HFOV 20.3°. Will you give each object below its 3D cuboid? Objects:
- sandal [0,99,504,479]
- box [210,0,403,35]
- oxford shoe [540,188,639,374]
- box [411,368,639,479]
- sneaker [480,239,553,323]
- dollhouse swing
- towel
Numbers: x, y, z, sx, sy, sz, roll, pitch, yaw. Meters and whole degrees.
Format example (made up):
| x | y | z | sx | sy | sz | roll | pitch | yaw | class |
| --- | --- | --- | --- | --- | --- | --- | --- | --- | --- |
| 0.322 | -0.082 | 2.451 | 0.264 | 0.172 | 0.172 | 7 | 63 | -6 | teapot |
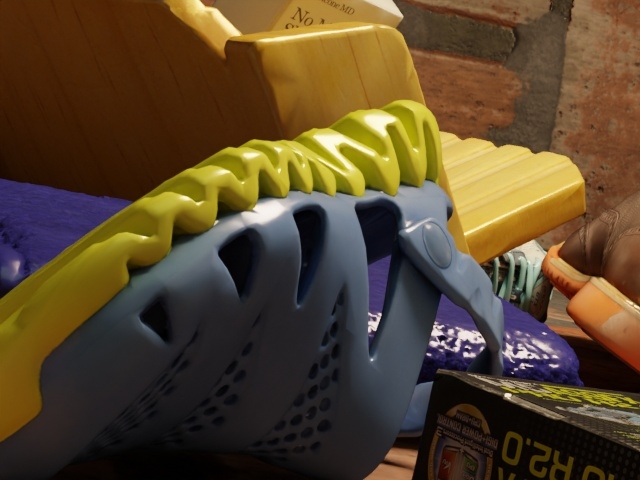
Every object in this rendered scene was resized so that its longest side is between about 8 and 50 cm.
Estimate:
| x | y | z | sx | sy | sz | roll | pitch | yaw | class |
| --- | --- | --- | --- | --- | --- | --- | --- | --- | --- |
| -0.014 | 0.036 | 0.694 | 0.126 | 0.138 | 0.317 | -31 | -5 | 34 | sandal |
| -0.060 | -0.121 | 1.502 | 0.113 | 0.275 | 0.094 | 18 | 28 | -36 | box |
| 0.259 | 0.019 | 1.354 | 0.130 | 0.133 | 0.364 | 36 | 7 | -4 | oxford shoe |
| 0.201 | 0.109 | 0.644 | 0.270 | 0.060 | 0.216 | 9 | 4 | -29 | box |
| 0.135 | 0.020 | 1.464 | 0.122 | 0.110 | 0.283 | 26 | 13 | 14 | sneaker |
| -0.023 | -0.107 | 1.256 | 0.347 | 0.315 | 0.305 | 15 | 43 | 44 | dollhouse swing |
| -0.043 | 0.042 | 0.914 | 0.308 | 0.076 | 0.227 | 10 | 11 | -21 | towel |
